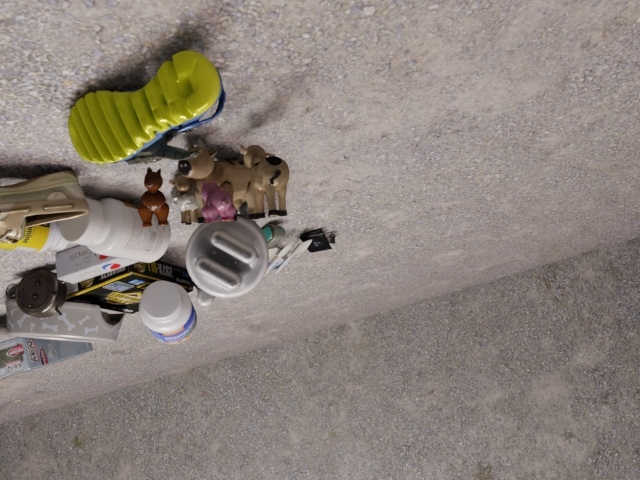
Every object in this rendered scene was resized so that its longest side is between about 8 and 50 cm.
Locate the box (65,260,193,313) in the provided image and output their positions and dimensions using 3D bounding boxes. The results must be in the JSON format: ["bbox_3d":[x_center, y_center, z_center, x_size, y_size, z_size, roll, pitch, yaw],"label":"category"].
[{"bbox_3d":[-0.586,0.137,1.846,0.257,0.079,0.322,-22,160,15],"label":"box"}]

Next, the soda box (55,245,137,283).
[{"bbox_3d":[-0.584,0.045,1.587,0.216,0.074,0.069,-18,161,11],"label":"soda box"}]

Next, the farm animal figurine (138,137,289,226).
[{"bbox_3d":[-0.204,-0.125,1.250,0.330,0.172,0.327,-4,-178,10],"label":"farm animal figurine"}]

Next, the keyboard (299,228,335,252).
[{"bbox_3d":[0.000,0.000,1.974,0.108,0.023,0.180,-10,162,7],"label":"keyboard"}]

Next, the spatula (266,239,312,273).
[{"bbox_3d":[-0.138,0.069,1.908,0.168,0.019,0.242,-18,161,-37],"label":"spatula"}]

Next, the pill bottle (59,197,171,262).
[{"bbox_3d":[-0.468,-0.027,1.382,0.131,0.131,0.229,-24,159,25],"label":"pill bottle"}]

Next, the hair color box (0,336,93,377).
[{"bbox_3d":[-0.968,0.379,2.056,0.185,0.114,0.374,-18,176,8],"label":"hair color box"}]

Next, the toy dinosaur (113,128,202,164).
[{"bbox_3d":[-0.290,-0.178,1.096,0.268,0.118,0.064,3,131,29],"label":"toy dinosaur"}]

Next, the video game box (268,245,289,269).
[{"bbox_3d":[-0.220,0.065,1.955,0.187,0.048,0.205,-17,161,11],"label":"video game box"}]

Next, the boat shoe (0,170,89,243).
[{"bbox_3d":[-0.604,-0.046,1.161,0.302,0.098,0.109,-23,177,-33],"label":"boat shoe"}]

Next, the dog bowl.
[{"bbox_3d":[-0.778,0.251,1.837,0.348,0.102,0.349,3,167,1],"label":"dog bowl"}]

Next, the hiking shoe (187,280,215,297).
[{"bbox_3d":[-0.351,0.147,1.982,0.114,0.086,0.227,-46,147,1],"label":"hiking shoe"}]

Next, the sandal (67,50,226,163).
[{"bbox_3d":[-0.283,-0.214,1.022,0.317,0.126,0.138,-14,-175,20],"label":"sandal"}]

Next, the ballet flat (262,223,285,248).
[{"bbox_3d":[-0.185,0.016,1.806,0.213,0.072,0.068,-31,158,37],"label":"ballet flat"}]

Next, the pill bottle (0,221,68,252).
[{"bbox_3d":[-0.640,-0.028,1.297,0.103,0.103,0.184,-26,158,30],"label":"pill bottle"}]

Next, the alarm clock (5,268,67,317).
[{"bbox_3d":[-0.785,0.143,1.651,0.192,0.129,0.064,2,164,16],"label":"alarm clock"}]

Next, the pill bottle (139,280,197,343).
[{"bbox_3d":[-0.457,0.213,1.806,0.152,0.152,0.272,-11,161,-10],"label":"pill bottle"}]

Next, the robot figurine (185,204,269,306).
[{"bbox_3d":[-0.232,0.033,1.532,0.300,0.199,0.353,-56,-173,2],"label":"robot figurine"}]
